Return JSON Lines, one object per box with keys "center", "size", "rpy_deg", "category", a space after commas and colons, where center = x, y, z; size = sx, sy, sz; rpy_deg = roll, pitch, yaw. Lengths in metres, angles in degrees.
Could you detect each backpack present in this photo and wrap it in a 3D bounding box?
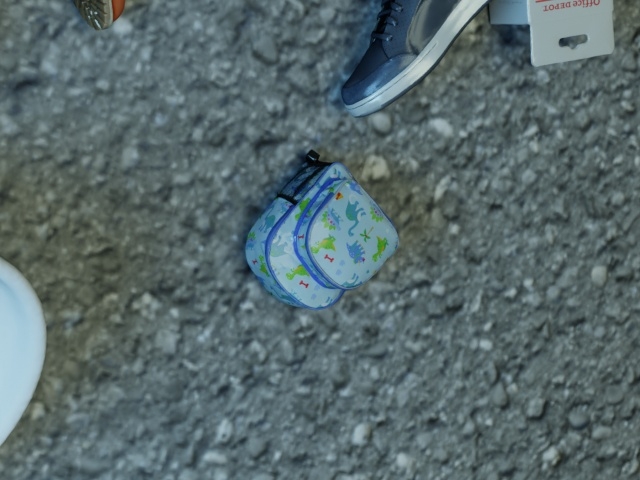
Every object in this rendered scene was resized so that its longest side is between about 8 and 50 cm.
{"center": [0.000, 0.000, 1.384], "size": [0.114, 0.084, 0.105], "rpy_deg": [-47, 117, -15], "category": "backpack"}

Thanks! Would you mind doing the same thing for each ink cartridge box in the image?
{"center": [0.207, -0.255, 1.491], "size": [0.104, 0.061, 0.181], "rpy_deg": [-12, 104, -30], "category": "ink cartridge box"}

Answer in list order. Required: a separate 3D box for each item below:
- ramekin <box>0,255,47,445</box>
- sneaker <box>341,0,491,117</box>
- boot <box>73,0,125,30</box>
{"center": [-0.335, 0.072, 1.088], "size": [0.277, 0.135, 0.277], "rpy_deg": [-28, 144, -22], "category": "ramekin"}
{"center": [0.059, -0.230, 1.391], "size": [0.163, 0.086, 0.226], "rpy_deg": [43, 86, -18], "category": "sneaker"}
{"center": [-0.157, -0.243, 1.262], "size": [0.084, 0.059, 0.158], "rpy_deg": [-11, 103, -36], "category": "boot"}
